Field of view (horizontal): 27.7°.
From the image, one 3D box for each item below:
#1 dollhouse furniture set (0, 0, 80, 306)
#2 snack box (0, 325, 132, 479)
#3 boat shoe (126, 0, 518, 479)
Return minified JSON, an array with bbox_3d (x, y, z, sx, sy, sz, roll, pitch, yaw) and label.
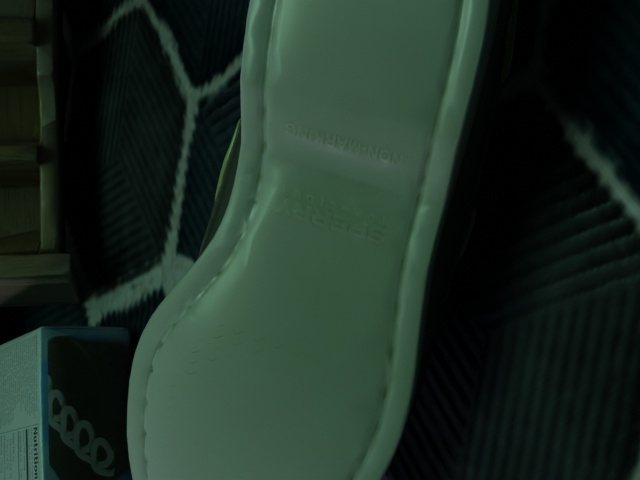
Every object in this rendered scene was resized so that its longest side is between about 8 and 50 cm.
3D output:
[{"bbox_3d":[-0.225,-0.131,0.641,0.394,0.362,0.256,110,157,-74],"label":"dollhouse furniture set"},{"bbox_3d":[-0.169,0.223,0.758,0.187,0.060,0.322,-21,69,54],"label":"snack box"},{"bbox_3d":[0.004,0.002,0.500,0.109,0.091,0.305,22,116,11],"label":"boat shoe"}]
